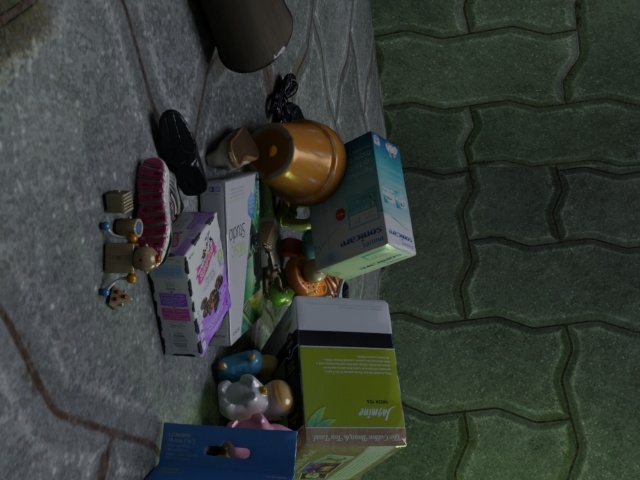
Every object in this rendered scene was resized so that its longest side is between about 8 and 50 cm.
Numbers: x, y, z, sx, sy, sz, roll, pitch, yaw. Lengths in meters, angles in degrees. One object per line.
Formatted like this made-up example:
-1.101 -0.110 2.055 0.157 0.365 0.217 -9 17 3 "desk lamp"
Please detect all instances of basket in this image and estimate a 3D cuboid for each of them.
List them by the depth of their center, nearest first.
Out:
-0.154 -0.462 1.333 0.227 0.154 0.204 67 26 -55 "basket"

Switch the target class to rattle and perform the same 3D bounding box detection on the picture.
-0.012 -0.102 1.874 0.130 0.200 0.142 -65 160 -68 "rattle"

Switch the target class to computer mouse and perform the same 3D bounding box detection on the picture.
-0.077 -0.286 1.916 0.188 0.072 0.272 -72 147 -48 "computer mouse"

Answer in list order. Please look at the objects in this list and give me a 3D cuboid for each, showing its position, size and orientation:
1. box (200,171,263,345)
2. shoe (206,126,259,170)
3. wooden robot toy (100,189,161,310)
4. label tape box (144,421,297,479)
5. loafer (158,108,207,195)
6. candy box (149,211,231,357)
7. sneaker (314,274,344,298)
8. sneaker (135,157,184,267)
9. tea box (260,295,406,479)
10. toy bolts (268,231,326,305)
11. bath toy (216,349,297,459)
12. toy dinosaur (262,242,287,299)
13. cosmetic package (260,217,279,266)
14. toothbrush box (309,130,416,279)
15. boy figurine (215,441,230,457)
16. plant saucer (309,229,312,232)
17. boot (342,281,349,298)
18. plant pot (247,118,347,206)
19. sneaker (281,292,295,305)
-0.175 0.028 1.477 0.232 0.058 0.322 -41 133 -75 "box"
-0.177 -0.184 1.479 0.219 0.058 0.076 -59 128 -74 "shoe"
-0.259 0.016 1.028 0.076 0.079 0.173 -6 97 -78 "wooden robot toy"
-0.170 0.454 1.102 0.106 0.241 0.333 45 47 -71 "label tape box"
-0.234 -0.153 1.213 0.170 0.062 0.061 83 -8 -46 "loafer"
-0.219 0.071 1.238 0.165 0.070 0.196 -67 156 -60 "candy box"
0.003 0.068 2.107 0.180 0.125 0.321 50 38 -49 "sneaker"
-0.246 -0.038 1.121 0.075 0.063 0.170 31 56 -69 "sneaker"
0.011 0.336 1.597 0.329 0.220 0.323 121 -31 -56 "tea box"
-0.012 0.081 1.869 0.218 0.158 0.228 47 35 -32 "toy bolts"
-0.113 0.373 1.374 0.348 0.151 0.129 -104 -175 -49 "bath toy"
-0.110 0.085 1.632 0.183 0.053 0.092 101 -23 -43 "toy dinosaur"
-0.132 0.004 1.717 0.115 0.041 0.060 -77 164 -45 "cosmetic package"
0.091 -0.079 1.753 0.126 0.216 0.295 19 58 -48 "toothbrush box"
-0.174 0.480 1.450 0.285 0.092 0.177 25 63 -74 "boy figurine"
0.000 0.000 2.357 0.241 0.037 0.241 1 90 -77 "plant saucer"
0.026 0.397 2.313 0.367 0.146 0.445 -56 150 -66 "boot"
-0.070 -0.190 1.679 0.188 0.205 0.205 8 83 -63 "plant pot"
-0.079 0.106 1.952 0.152 0.054 0.061 -73 157 -51 "sneaker"
